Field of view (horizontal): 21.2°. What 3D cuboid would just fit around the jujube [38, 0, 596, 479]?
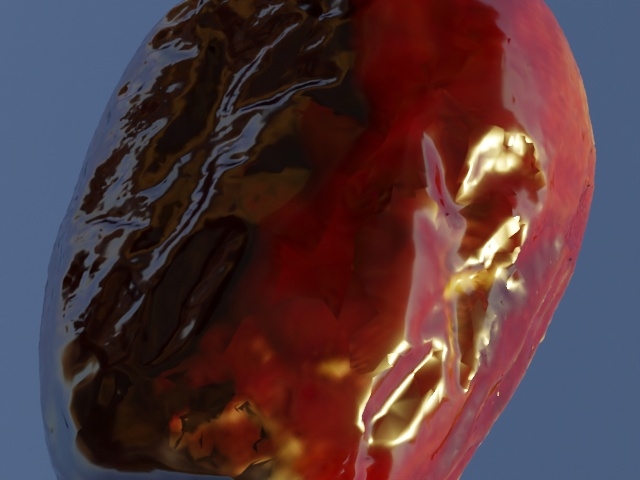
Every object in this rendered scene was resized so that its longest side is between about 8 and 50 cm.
[{"bbox_3d":[0.000,0.000,0.741,0.223,0.223,0.318,7,-134,17],"label":"jujube"}]
